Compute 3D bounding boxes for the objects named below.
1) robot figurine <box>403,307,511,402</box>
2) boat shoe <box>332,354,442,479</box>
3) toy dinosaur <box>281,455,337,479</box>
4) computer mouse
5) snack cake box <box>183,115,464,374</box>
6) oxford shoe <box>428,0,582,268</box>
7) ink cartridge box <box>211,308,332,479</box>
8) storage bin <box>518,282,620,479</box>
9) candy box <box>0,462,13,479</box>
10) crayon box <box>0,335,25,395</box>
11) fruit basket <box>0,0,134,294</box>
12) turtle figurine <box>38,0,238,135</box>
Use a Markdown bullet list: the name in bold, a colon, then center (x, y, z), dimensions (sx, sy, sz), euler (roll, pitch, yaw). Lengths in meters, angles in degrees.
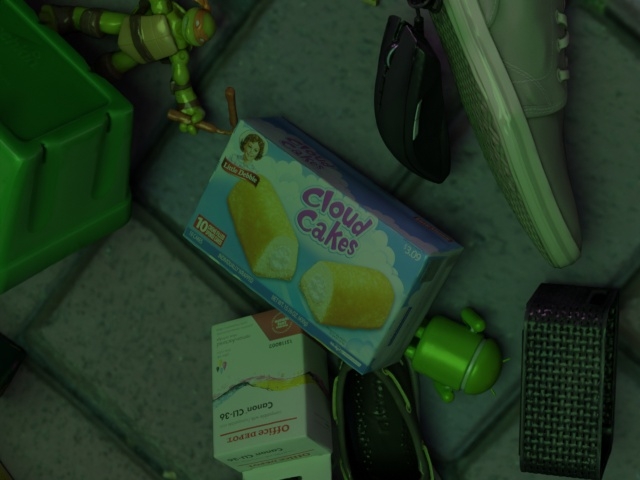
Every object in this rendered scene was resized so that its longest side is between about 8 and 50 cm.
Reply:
- **robot figurine**: center (0.143, 0.123, 1.498), dimensions (0.115, 0.067, 0.101), euler (24, 104, 12)
- **boat shoe**: center (0.075, 0.257, 1.538), dimensions (0.109, 0.091, 0.305), euler (-9, 99, 20)
- **toy dinosaur**: center (-0.086, 0.348, 1.619), dimensions (0.313, 0.121, 0.160), euler (-17, 84, 26)
- **computer mouse**: center (0.068, -0.188, 1.424), dimensions (0.060, 0.184, 0.262), euler (-18, 133, -12)
- **snack cake box**: center (0.000, 0.000, 1.478), dimensions (0.264, 0.089, 0.152), euler (36, 113, 23)
- **oxford shoe**: center (0.191, -0.190, 1.375), dimensions (0.130, 0.169, 0.449), euler (-20, 96, -3)
- **ink cartridge box**: center (-0.053, 0.179, 1.522), dimensions (0.115, 0.067, 0.198), euler (-16, 59, 21)
- **storage bin**: center (0.256, 0.143, 1.435), dimensions (0.084, 0.122, 0.180), euler (3, 103, 18)
- **candy box**: center (-0.484, 0.281, 1.684), dimensions (0.087, 0.183, 0.316), euler (-38, 88, 21)
- **crayon box**: center (-0.506, 0.121, 1.638), dimensions (0.278, 0.165, 0.081), euler (31, 110, -3)
- **fruit basket**: center (-0.420, -0.082, 1.530), dimensions (0.392, 0.283, 0.392), euler (19, 124, 31)
- **turtle figurine**: center (-0.197, -0.234, 1.519), dimensions (0.217, 0.087, 0.269), euler (-4, 123, 28)
